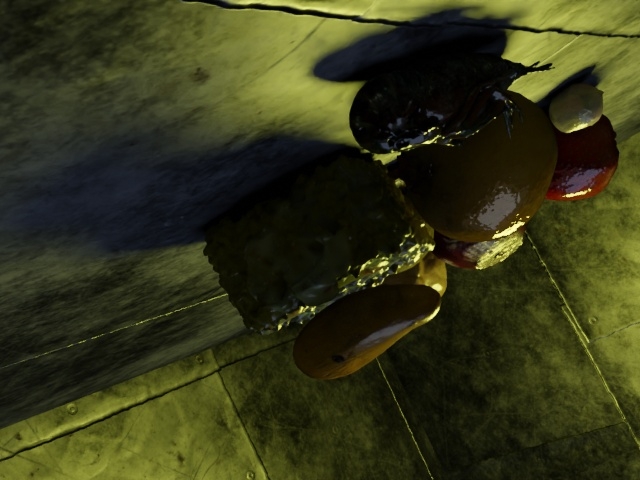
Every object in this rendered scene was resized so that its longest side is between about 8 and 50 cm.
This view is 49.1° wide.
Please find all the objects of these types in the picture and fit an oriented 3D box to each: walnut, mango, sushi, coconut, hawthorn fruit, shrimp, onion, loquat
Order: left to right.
[{"bbox_3d":[-0.007,0.011,1.349,0.396,0.240,0.351,-31,169,15],"label":"sushi"},{"bbox_3d":[0.070,0.149,1.234,0.295,0.120,0.177,-39,159,29],"label":"mango"},{"bbox_3d":[0.214,0.116,2.196,0.383,0.384,0.383,-25,171,-4],"label":"walnut"},{"bbox_3d":[0.189,-0.210,1.038,0.372,0.137,0.172,-11,-159,-31],"label":"shrimp"},{"bbox_3d":[0.410,-0.047,1.975,0.260,0.282,0.337,-29,170,-7],"label":"onion"},{"bbox_3d":[0.266,-0.133,1.232,0.274,0.275,0.275,-25,171,-4],"label":"loquat"},{"bbox_3d":[0.591,-0.221,1.774,0.300,0.254,0.254,-2,173,7],"label":"hawthorn fruit"},{"bbox_3d":[0.592,-0.307,1.599,0.110,0.110,0.124,-17,174,-44],"label":"coconut"}]

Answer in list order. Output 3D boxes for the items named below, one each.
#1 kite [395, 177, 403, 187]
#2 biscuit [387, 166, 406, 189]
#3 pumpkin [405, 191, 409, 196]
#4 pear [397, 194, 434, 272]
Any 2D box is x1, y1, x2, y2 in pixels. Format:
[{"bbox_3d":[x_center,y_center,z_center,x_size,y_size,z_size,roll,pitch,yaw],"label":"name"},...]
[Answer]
[{"bbox_3d":[0.199,-0.141,1.565,0.152,0.005,0.137,-24,169,-31],"label":"kite"},{"bbox_3d":[0.140,-0.123,1.605,0.236,0.039,0.180,-24,168,-13],"label":"biscuit"},{"bbox_3d":[0.293,-0.117,1.794,0.107,0.119,0.183,-12,172,-10],"label":"pumpkin"},{"bbox_3d":[0.174,-0.018,1.738,0.211,0.188,0.228,-25,-163,-20],"label":"pear"}]
